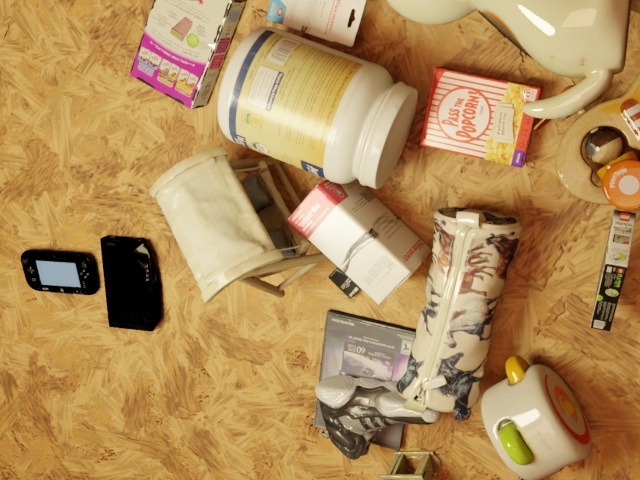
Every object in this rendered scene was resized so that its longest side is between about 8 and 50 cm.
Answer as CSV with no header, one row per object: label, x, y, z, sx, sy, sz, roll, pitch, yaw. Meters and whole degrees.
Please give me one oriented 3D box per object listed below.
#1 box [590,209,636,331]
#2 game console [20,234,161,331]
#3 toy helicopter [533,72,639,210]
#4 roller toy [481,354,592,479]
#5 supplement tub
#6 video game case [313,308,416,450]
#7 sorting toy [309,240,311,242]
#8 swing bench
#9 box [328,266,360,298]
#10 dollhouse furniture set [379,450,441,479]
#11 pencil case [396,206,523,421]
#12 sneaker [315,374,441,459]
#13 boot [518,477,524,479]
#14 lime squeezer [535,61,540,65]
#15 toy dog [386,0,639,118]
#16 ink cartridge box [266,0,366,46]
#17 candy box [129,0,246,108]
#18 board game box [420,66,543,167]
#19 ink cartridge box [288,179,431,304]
box,0.499,0.055,1.425,0.036,0.114,0.207,11,147,18
game console,-0.530,0.093,1.914,0.361,0.044,0.213,3,106,20
toy helicopter,0.519,-0.232,1.408,0.235,0.140,0.355,33,103,19
roller toy,0.408,0.334,1.555,0.146,0.209,0.191,-35,126,25
supplement tub,-0.003,-0.239,1.522,0.316,0.228,0.228,23,112,14
video game case,0.093,0.294,1.750,0.196,0.026,0.274,12,108,17
sorting toy,0.000,0.000,1.681,0.102,0.061,0.042,39,117,31
swing bench,-0.148,-0.031,1.583,0.165,0.254,0.253,-39,69,25
box,0.066,0.069,1.698,0.067,0.018,0.083,45,115,4
dollhouse furniture set,0.186,0.544,1.698,0.101,0.182,0.161,-6,102,22
pencil case,0.255,0.127,1.556,0.159,0.183,0.410,16,109,16
sneaker,0.118,0.369,1.697,0.268,0.101,0.153,6,108,25
boot,0.342,0.556,1.699,0.178,0.085,0.236,11,109,20
lime squeezer,0.317,-0.392,1.436,0.059,0.110,0.310,-55,51,41
toy dog,0.288,-0.409,1.267,0.407,0.284,0.395,18,107,21
ink cartridge box,0.001,-0.437,1.556,0.180,0.060,0.104,22,111,14
candy box,-0.266,-0.403,1.659,0.159,0.071,0.233,30,114,10
board game box,0.291,-0.226,1.516,0.193,0.045,0.147,14,109,17
ink cartridge box,0.079,-0.011,1.586,0.237,0.172,0.100,43,115,4
